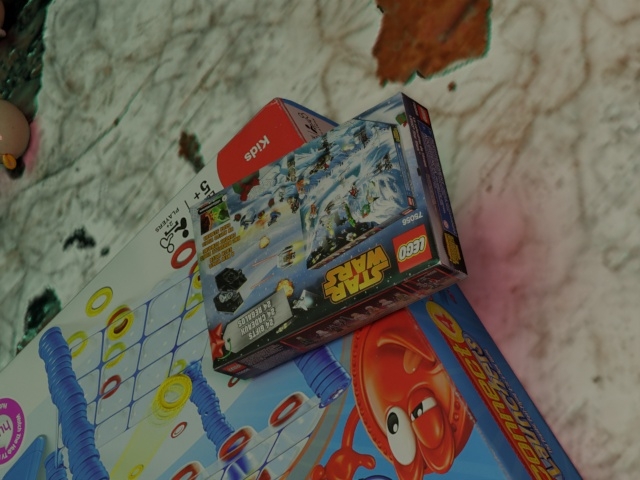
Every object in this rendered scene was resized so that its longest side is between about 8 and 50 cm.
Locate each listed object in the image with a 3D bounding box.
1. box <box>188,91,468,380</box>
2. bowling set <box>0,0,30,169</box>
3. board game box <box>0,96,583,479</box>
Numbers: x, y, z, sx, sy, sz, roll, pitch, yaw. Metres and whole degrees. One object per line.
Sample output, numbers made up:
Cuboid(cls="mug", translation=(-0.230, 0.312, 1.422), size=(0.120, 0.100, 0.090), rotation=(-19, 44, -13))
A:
Cuboid(cls="box", translation=(0.000, 0.000, 0.688), size=(0.137, 0.027, 0.094), rotation=(-26, 59, 29))
Cuboid(cls="bowling set", translation=(-0.334, -0.139, 1.057), size=(0.200, 0.154, 0.287), rotation=(-40, 54, 44))
Cuboid(cls="board game box", translation=(-0.041, 0.136, 0.748), size=(0.308, 0.086, 0.302), rotation=(-44, 53, 18))
